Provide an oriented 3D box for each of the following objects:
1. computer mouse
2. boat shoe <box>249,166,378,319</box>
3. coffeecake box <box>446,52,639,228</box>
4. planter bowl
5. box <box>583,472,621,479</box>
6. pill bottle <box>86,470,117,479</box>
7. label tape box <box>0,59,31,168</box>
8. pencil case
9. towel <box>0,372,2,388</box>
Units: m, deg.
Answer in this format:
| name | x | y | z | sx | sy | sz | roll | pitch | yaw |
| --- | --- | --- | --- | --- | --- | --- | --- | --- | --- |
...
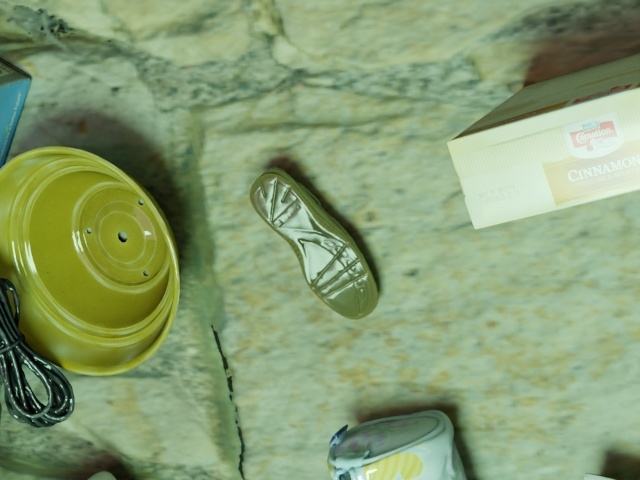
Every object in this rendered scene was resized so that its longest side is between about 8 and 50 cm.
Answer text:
| name | x | y | z | sx | sy | sz | roll | pitch | yaw |
| --- | --- | --- | --- | --- | --- | --- | --- | --- | --- |
| computer mouse | -0.382 | 0.143 | 1.238 | 0.272 | 0.072 | 0.188 | -29 | 97 | 18 |
| boat shoe | -0.002 | 0.001 | 1.163 | 0.056 | 0.048 | 0.153 | -41 | 94 | 18 |
| coffeecake box | 0.192 | -0.079 | 0.954 | 0.142 | 0.185 | 0.068 | -14 | 101 | 29 |
| planter bowl | -0.203 | 0.008 | 1.228 | 0.217 | 0.090 | 0.217 | 9 | 112 | 23 |
| box | 0.327 | 0.301 | 1.028 | 0.290 | 0.169 | 0.087 | 11 | 154 | 23 |
| pill bottle | -0.175 | 0.397 | 1.301 | 0.318 | 0.176 | 0.176 | 49 | 120 | 3 |
| label tape box | -0.424 | -0.034 | 1.178 | 0.106 | 0.333 | 0.240 | 32 | 118 | 12 |
| pencil case | 0.096 | 0.285 | 1.164 | 0.113 | 0.124 | 0.273 | -14 | 102 | 28 |
| towel | -0.488 | 0.173 | 1.406 | 0.283 | 0.121 | 0.235 | 28 | 118 | 14 |
